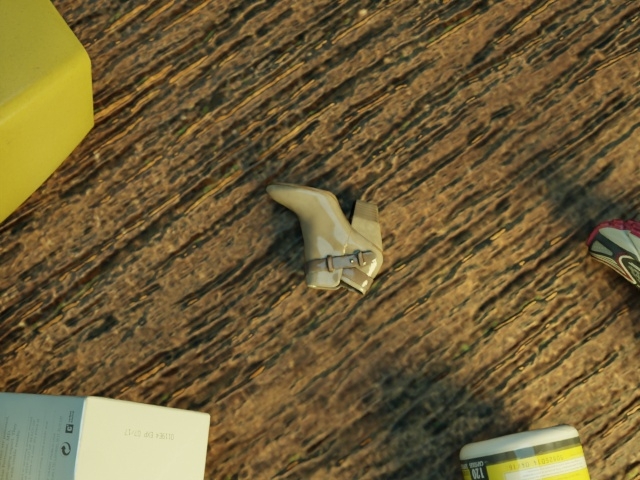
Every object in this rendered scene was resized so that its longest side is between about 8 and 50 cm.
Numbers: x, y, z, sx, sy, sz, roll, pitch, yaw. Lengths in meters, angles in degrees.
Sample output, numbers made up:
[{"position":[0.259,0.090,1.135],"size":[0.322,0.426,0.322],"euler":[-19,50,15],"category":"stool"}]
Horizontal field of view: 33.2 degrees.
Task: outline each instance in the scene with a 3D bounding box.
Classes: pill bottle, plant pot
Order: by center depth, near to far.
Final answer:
[{"position":[0.183,0.251,0.888],"size":[0.103,0.103,0.184],"euler":[-12,78,-2],"category":"pill bottle"},{"position":[-0.314,-0.136,0.933],"size":[0.187,0.212,0.212],"euler":[-33,79,-20],"category":"plant pot"}]

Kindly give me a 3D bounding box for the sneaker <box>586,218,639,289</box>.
[{"position":[0.345,0.093,0.920],"size":[0.299,0.121,0.112],"euler":[44,112,16],"category":"sneaker"}]

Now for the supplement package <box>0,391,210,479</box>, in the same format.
[{"position":[-0.226,0.189,0.834],"size":[0.244,0.139,0.134],"euler":[-3,75,35],"category":"supplement package"}]

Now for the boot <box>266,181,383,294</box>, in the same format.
[{"position":[0.000,0.000,0.975],"size":[0.118,0.042,0.087],"euler":[12,81,3],"category":"boot"}]
